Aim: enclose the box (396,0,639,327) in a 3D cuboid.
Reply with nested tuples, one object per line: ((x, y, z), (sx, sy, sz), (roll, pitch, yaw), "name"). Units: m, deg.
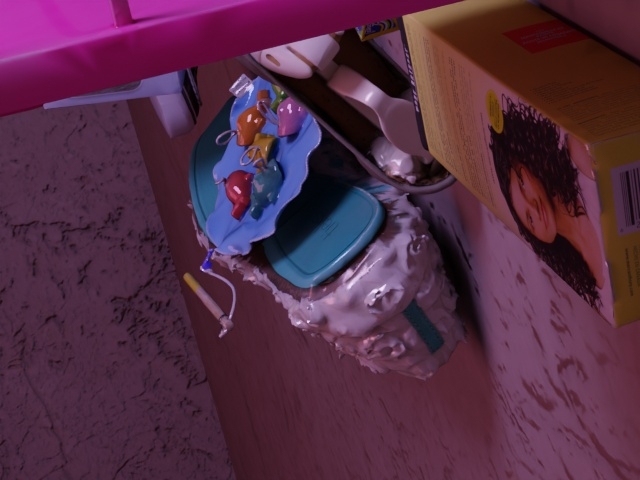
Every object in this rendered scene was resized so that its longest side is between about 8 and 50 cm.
((0.101, -0.050, 0.731), (0.232, 0.058, 0.087), (-127, 22, -64), "box")

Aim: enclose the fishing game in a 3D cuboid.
((-0.044, -0.077, 1.128), (0.264, 0.041, 0.189), (-66, 21, 10), "fishing game")

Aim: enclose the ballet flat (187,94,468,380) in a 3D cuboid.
((0.000, 0.000, 1.202), (0.409, 0.147, 0.147), (-127, 22, -65), "ballet flat")

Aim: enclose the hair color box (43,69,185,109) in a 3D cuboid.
((-0.165, -0.286, 1.299), (0.374, 0.113, 0.185), (-89, -9, -53), "hair color box")

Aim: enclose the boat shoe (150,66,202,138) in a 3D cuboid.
((-0.147, -0.246, 1.622), (0.113, 0.105, 0.306), (81, 174, -59), "boat shoe")

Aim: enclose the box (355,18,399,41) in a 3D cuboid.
((0.018, -0.202, 0.931), (0.059, 0.054, 0.169), (91, 158, -59), "box")

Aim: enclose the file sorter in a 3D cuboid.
((-0.039, -0.182, 0.611), (0.202, 0.290, 0.182), (-130, 27, -66), "file sorter")

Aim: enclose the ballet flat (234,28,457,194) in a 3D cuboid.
((0.008, -0.103, 0.936), (0.213, 0.072, 0.068), (40, 179, -26), "ballet flat")
